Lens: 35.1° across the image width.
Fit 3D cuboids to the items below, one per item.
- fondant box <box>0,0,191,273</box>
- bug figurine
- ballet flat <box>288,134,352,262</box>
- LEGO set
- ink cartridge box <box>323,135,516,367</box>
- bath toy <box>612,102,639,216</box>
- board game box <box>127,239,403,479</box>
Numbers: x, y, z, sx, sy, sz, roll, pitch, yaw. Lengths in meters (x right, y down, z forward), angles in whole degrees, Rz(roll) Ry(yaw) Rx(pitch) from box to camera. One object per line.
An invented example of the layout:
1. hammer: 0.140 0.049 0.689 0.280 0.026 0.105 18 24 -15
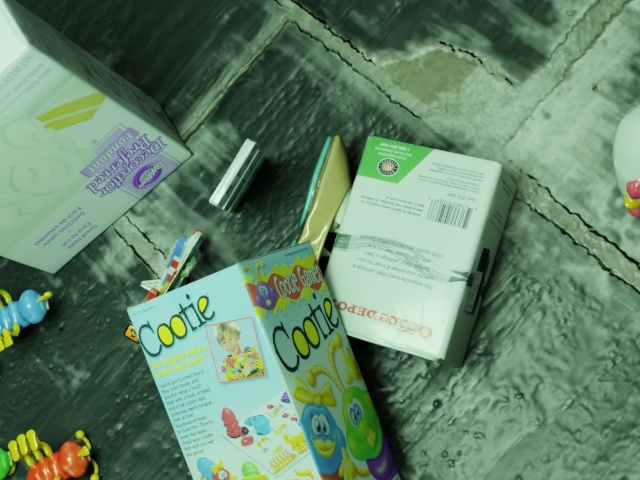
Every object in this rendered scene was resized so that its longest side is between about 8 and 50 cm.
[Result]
1. fondant box: -0.325 -0.102 1.122 0.238 0.330 0.096 -40 67 8
2. bug figurine: -0.375 0.196 1.206 0.216 0.072 0.279 -26 72 21
3. ballet flat: 0.000 0.000 1.117 0.073 0.080 0.232 22 87 -2
4. LEGO set: -0.145 -0.005 1.107 0.060 0.182 0.244 31 90 1
5. ink cartridge box: 0.098 0.013 1.053 0.153 0.087 0.208 16 83 25
6. bath toy: 0.412 -0.003 0.916 0.348 0.129 0.151 36 47 24
7. board game box: -0.047 0.159 0.985 0.144 0.142 0.275 -22 88 29
